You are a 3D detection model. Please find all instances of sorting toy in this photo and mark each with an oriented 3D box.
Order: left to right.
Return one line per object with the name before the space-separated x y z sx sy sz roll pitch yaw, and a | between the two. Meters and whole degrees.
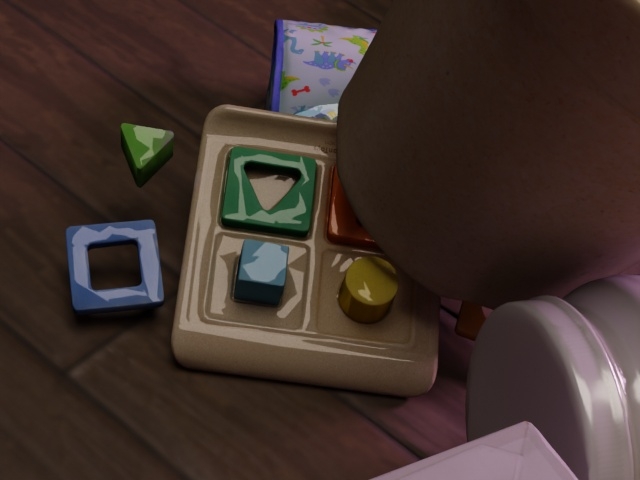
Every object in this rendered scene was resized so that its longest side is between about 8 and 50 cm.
sorting toy | 0.000 0.000 0.873 0.347 0.047 0.196 8 66 -5

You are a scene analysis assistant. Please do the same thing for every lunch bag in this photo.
lunch bag | 0.021 -0.112 1.001 0.128 0.096 0.151 6 55 -6

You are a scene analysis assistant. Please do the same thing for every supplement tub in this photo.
supplement tub | 0.245 0.111 0.764 0.272 0.191 0.191 -4 47 -16

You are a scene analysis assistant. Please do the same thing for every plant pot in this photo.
plant pot | 0.171 -0.114 0.791 0.333 0.305 0.334 15 53 -21

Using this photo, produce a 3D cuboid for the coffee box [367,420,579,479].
coffee box | 0.018 0.231 0.518 0.168 0.297 0.119 -16 48 -25
